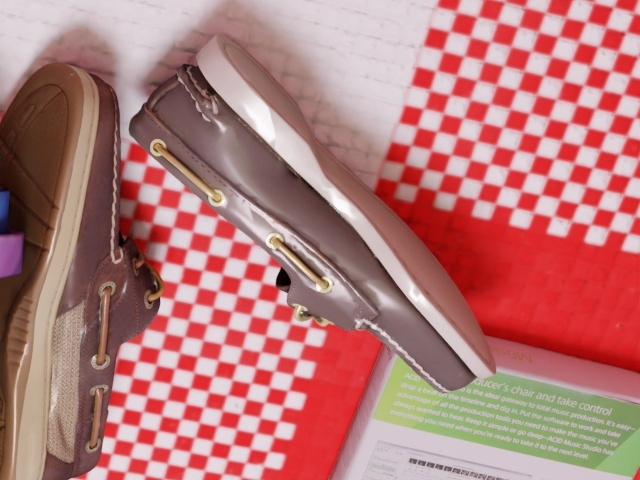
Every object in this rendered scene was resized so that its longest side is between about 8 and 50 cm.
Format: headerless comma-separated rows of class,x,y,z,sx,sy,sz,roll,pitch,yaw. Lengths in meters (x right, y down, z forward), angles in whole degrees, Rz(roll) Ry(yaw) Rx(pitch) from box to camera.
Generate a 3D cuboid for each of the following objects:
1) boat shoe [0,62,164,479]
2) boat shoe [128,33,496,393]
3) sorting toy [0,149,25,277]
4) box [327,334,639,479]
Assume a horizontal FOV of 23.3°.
boat shoe,-0.182,0.034,1.149,0.123,0.123,0.342,-4,114,-37
boat shoe,0.000,0.000,1.124,0.097,0.116,0.324,-39,109,12
sorting toy,-0.381,-0.049,1.069,0.366,0.127,0.126,5,96,6
box,0.119,0.227,1.300,0.232,0.058,0.322,15,118,-12
